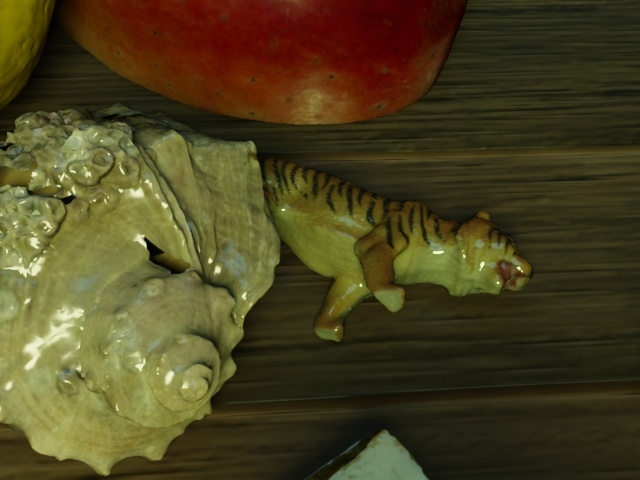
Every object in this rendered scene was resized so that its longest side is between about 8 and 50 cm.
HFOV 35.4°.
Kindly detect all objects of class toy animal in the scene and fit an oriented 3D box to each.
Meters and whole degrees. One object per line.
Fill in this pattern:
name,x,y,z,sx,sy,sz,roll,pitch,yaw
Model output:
toy animal,0.000,0.000,0.586,0.241,0.056,0.099,19,41,16

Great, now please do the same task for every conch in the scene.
conch,-0.121,0.004,0.517,0.178,0.163,0.245,-29,38,-30

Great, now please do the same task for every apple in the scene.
apple,-0.050,-0.252,0.777,0.365,0.295,0.329,17,10,11

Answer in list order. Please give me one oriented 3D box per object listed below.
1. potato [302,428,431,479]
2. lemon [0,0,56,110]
potato,0.022,0.152,0.430,0.096,0.066,0.103,-33,60,-13
lemon,-0.283,-0.186,0.602,0.245,0.245,0.319,-7,68,-10
